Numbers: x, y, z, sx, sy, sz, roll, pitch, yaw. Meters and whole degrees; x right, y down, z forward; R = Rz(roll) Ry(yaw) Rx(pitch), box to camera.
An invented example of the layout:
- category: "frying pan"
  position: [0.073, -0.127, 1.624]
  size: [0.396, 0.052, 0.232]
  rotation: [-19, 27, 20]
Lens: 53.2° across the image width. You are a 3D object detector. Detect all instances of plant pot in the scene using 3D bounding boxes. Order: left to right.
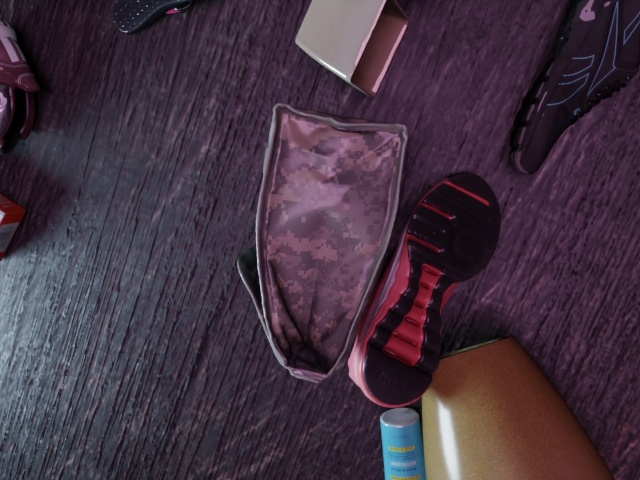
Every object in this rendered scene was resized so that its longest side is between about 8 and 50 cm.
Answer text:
- category: "plant pot"
  position: [0.035, -0.255, 0.791]
  size: [0.096, 0.109, 0.109]
  rotation: [29, 101, 17]
- category: "plant pot"
  position: [0.221, 0.253, 0.772]
  size: [0.237, 0.237, 0.254]
  rotation: [-19, 80, 11]

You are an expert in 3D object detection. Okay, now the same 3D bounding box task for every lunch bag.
- category: "lunch bag"
  position: [0.000, 0.000, 0.756]
  size: [0.168, 0.235, 0.287]
  rotation: [9, 98, 2]

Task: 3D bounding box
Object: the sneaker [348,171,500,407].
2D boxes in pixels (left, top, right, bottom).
- category: "sneaker"
  position: [0.113, 0.050, 0.810]
  size: [0.116, 0.136, 0.314]
  rotation: [32, 77, -12]

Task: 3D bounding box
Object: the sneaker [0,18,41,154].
- category: "sneaker"
  position: [-0.512, -0.169, 0.886]
  size: [0.281, 0.106, 0.163]
  rotation: [-32, 94, 11]

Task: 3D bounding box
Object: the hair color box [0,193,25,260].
- category: "hair color box"
  position: [-0.528, -0.048, 0.927]
  size: [0.167, 0.053, 0.093]
  rotation: [32, 101, 5]

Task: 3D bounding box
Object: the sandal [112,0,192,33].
- category: "sandal"
  position: [-0.202, -0.333, 0.853]
  size: [0.179, 0.040, 0.067]
  rotation: [-20, 88, 25]

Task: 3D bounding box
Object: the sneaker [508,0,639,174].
- category: "sneaker"
  position: [0.313, -0.194, 0.753]
  size: [0.106, 0.101, 0.267]
  rotation: [25, 100, 3]

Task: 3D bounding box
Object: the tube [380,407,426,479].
- category: "tube"
  position: [0.120, 0.335, 0.877]
  size: [0.080, 0.052, 0.207]
  rotation: [-5, 102, 19]
